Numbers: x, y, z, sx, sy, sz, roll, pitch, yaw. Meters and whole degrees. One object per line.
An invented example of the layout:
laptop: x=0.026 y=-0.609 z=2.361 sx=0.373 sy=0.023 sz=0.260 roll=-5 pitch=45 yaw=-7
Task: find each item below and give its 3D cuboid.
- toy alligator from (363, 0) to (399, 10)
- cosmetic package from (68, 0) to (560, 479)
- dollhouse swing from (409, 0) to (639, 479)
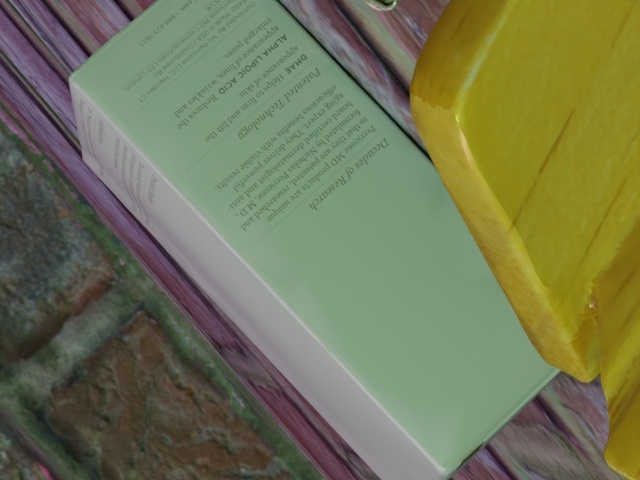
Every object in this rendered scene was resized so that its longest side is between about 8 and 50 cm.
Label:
toy alligator: x=-0.012 y=-0.191 z=1.091 sx=0.189 sy=0.056 sz=0.051 roll=42 pitch=-152 yaw=20
cosmetic package: x=0.000 y=0.000 z=1.387 sx=0.385 sy=0.156 sz=0.217 roll=45 pitch=168 yaw=5
dollhouse swing: x=0.130 y=-0.091 z=0.414 sx=0.305 sy=0.315 sz=0.347 roll=32 pitch=180 yaw=-36
